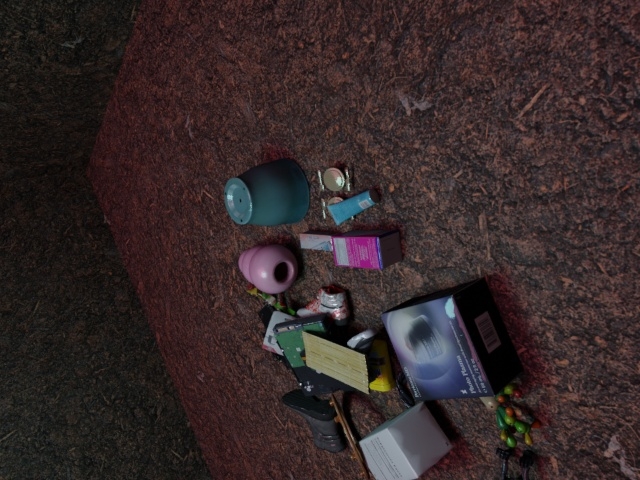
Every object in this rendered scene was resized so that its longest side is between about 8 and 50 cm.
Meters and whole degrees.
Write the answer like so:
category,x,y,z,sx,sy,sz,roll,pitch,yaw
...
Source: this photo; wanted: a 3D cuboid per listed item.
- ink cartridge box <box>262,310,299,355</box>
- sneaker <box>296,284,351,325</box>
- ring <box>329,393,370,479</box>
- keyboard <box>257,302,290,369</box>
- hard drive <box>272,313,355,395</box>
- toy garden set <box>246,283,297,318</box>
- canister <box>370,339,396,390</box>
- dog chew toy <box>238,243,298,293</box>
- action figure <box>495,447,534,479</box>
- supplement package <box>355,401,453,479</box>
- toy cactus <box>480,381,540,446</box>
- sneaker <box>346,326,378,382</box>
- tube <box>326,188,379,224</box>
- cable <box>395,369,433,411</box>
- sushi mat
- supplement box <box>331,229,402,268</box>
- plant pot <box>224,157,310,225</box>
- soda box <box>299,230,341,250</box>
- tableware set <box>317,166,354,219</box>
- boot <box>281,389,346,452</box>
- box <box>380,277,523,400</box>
category,x,y,z,sx,sy,sz,roll,pitch,yaw
ink cartridge box,-0.152,0.405,2.006,0.159,0.092,0.218,20,141,0
sneaker,0.004,0.248,1.872,0.270,0.090,0.144,0,102,44
ring,0.107,0.761,1.829,0.336,0.032,0.336,155,90,-86
keyboard,-0.208,0.463,2.220,0.201,0.033,0.317,-45,69,44
hard drive,-0.020,0.457,1.860,0.237,0.064,0.338,-17,110,25
toy garden set,-0.200,0.282,2.036,0.244,0.049,0.204,23,164,41
canister,0.203,0.456,1.737,0.126,0.073,0.169,-6,97,48
dog chew toy,-0.243,0.108,2.017,0.332,0.207,0.206,12,112,53
action figure,0.570,0.763,1.394,0.164,0.141,0.275,2,101,46
supplement package,0.280,0.707,1.624,0.175,0.178,0.293,56,147,18
toy cactus,0.539,0.486,1.370,0.180,0.112,0.219,36,150,62
sneaker,0.156,0.419,1.655,0.153,0.101,0.268,54,138,21
tube,0.110,-0.118,1.637,0.207,0.052,0.080,-23,95,43
cable,0.326,0.539,1.649,0.151,0.047,0.184,14,114,43
sushi mat,0.052,0.430,1.679,0.317,0.019,0.151,10,111,45
supplement box,0.155,0.027,1.610,0.220,0.111,0.113,3,106,48
plant pot,-0.223,-0.173,1.846,0.272,0.255,0.271,19,117,42
soda box,0.000,0.000,1.811,0.183,0.058,0.062,5,107,47
tableware set,0.064,-0.171,1.696,0.128,0.039,0.194,4,113,31
boot,-0.040,0.813,2.101,0.338,0.118,0.222,6,113,51
box,0.381,0.305,1.409,0.294,0.183,0.296,-29,81,50
